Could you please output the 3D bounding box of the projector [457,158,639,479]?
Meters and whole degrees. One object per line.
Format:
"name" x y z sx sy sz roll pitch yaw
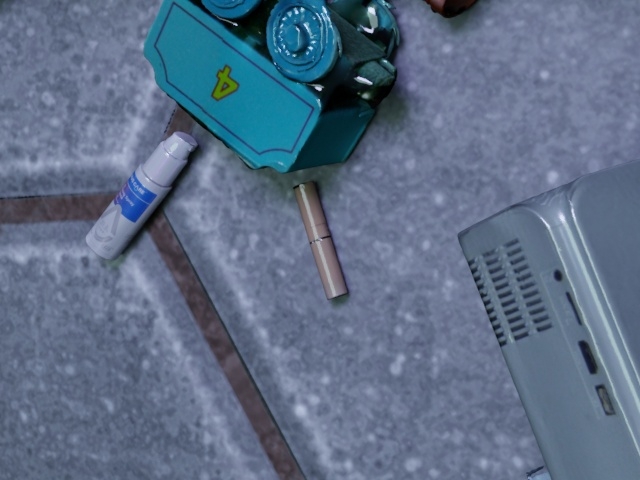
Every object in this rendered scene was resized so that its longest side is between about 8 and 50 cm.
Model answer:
"projector" 0.221 0.048 0.813 0.108 0.250 0.198 -29 80 53

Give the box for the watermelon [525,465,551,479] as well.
"watermelon" 0.243 0.229 0.899 0.213 0.201 0.262 32 150 21

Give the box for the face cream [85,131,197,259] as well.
"face cream" -0.148 -0.040 1.127 0.034 0.034 0.130 48 113 17

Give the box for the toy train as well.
"toy train" -0.036 -0.142 1.024 0.198 0.107 0.154 41 119 20

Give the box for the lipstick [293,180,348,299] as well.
"lipstick" 0.000 0.000 1.060 0.019 0.019 0.094 -19 86 28

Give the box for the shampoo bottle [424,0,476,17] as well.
"shampoo bottle" 0.023 -0.271 1.001 0.260 0.064 0.102 46 112 18
